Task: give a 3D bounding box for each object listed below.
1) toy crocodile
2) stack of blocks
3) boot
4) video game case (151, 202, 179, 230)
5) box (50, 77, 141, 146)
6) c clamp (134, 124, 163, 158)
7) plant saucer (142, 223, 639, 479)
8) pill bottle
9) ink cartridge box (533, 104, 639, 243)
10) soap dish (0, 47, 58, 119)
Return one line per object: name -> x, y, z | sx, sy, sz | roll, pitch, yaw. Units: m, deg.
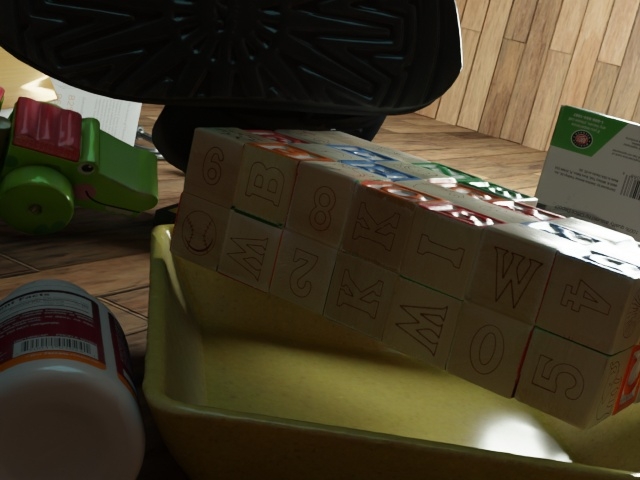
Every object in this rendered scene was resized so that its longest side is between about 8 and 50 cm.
toy crocodile -> -0.301, -0.096, 0.904 | 0.341, 0.105, 0.115 | 16, 43, -20
stack of blocks -> 0.075, 0.008, 0.665 | 0.297, 0.087, 0.171 | 22, 15, 31
boot -> -0.111, -0.149, 0.932 | 0.367, 0.146, 0.445 | 14, -4, -10
video game case -> 0.000, 0.000, 1.084 | 0.248, 0.035, 0.275 | 18, 15, 18
box -> -0.311, -0.170, 1.263 | 0.170, 0.130, 0.091 | 1, 18, -46
c clamp -> -0.233, -0.131, 1.426 | 0.161, 0.022, 0.137 | 24, 22, 32
plant saucer -> 0.050, 0.093, 0.652 | 0.333, 0.081, 0.333 | 11, 13, -11
pill bottle -> -0.138, 0.074, 0.531 | 0.086, 0.086, 0.152 | 10, 14, -17
ink cartridge box -> 0.312, -0.026, 1.130 | 0.153, 0.208, 0.087 | 22, 13, 29
soap dish -> -0.462, -0.183, 1.099 | 0.291, 0.118, 0.229 | 14, 19, 30
